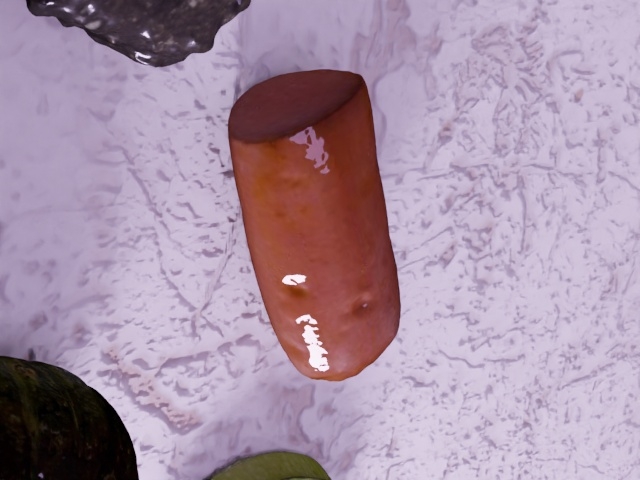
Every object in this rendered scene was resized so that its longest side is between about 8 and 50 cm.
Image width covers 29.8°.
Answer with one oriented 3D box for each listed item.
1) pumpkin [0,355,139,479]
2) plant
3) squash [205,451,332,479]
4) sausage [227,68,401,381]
[{"bbox_3d":[-0.235,0.192,0.821,0.238,0.159,0.238,-25,133,-30],"label":"pumpkin"},{"bbox_3d":[-0.130,-0.187,0.681,0.132,0.129,0.194,-53,139,2],"label":"plant"},{"bbox_3d":[-0.072,0.292,1.109,0.219,0.041,0.219,-22,133,-25],"label":"squash"},{"bbox_3d":[0.000,0.000,0.924,0.114,0.113,0.259,-28,130,-22],"label":"sausage"}]
